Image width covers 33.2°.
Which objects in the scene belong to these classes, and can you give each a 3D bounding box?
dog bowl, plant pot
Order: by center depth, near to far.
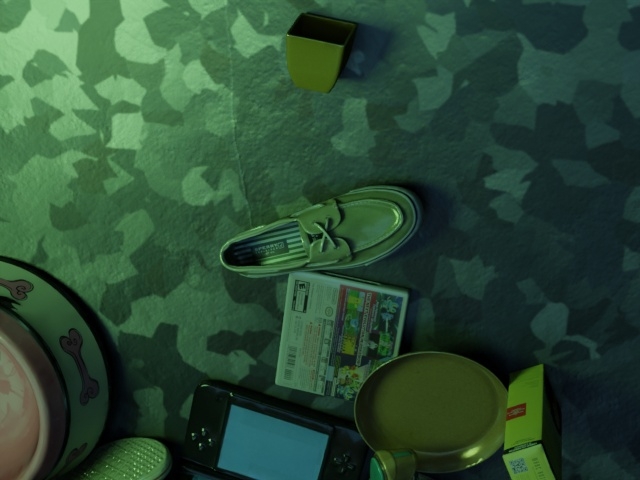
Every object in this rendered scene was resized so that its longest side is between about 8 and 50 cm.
[{"bbox_3d":[-0.002,-0.248,1.453,0.081,0.081,0.083,13,125,8],"label":"plant pot"},{"bbox_3d":[0.169,0.252,1.611,0.236,0.032,0.236,3,122,4],"label":"plant pot"},{"bbox_3d":[-0.550,0.238,1.712,0.407,0.150,0.408,5,107,15],"label":"dog bowl"}]

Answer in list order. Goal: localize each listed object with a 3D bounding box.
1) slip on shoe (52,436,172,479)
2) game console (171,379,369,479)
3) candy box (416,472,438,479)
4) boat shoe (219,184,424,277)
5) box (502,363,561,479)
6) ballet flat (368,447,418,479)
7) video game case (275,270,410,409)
[{"bbox_3d":[-0.369,0.425,1.791,0.331,0.123,0.101,-31,123,22],"label":"slip on shoe"},{"bbox_3d":[-0.098,0.394,1.672,0.293,0.173,0.250,16,114,6],"label":"game console"},{"bbox_3d":[0.143,0.490,1.657,0.070,0.165,0.196,20,114,4],"label":"candy box"},{"bbox_3d":[0.000,0.000,1.527,0.302,0.094,0.109,-18,90,19],"label":"boat shoe"},{"bbox_3d":[0.298,0.265,1.495,0.058,0.232,0.087,-19,107,19],"label":"box"},{"bbox_3d":[0.107,0.394,1.660,0.073,0.080,0.232,-15,146,-19],"label":"ballet flat"},{"bbox_3d":[0.031,0.148,1.628,0.183,0.023,0.201,12,112,9],"label":"video game case"}]
